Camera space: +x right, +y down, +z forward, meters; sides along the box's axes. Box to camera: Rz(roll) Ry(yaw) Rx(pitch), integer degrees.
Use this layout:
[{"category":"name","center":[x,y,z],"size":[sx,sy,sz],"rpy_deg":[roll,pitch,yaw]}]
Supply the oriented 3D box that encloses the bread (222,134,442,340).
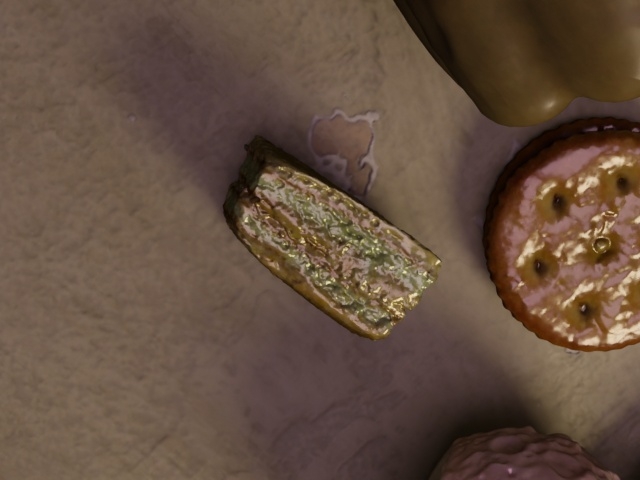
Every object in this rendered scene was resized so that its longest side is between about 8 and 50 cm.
[{"category":"bread","center":[0.000,0.000,1.316],"size":[0.196,0.138,0.102],"rpy_deg":[36,88,-12]}]

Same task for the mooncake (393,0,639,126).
[{"category":"mooncake","center":[0.231,-0.255,1.164],"size":[0.378,0.378,0.201],"rpy_deg":[-27,110,2]}]

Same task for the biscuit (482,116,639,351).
[{"category":"biscuit","center":[0.258,-0.005,1.377],"size":[0.220,0.066,0.220],"rpy_deg":[-1,107,-3]}]

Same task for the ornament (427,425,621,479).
[{"category":"ornament","center":[0.184,0.303,1.347],"size":[0.225,0.259,0.259],"rpy_deg":[27,100,4]}]
